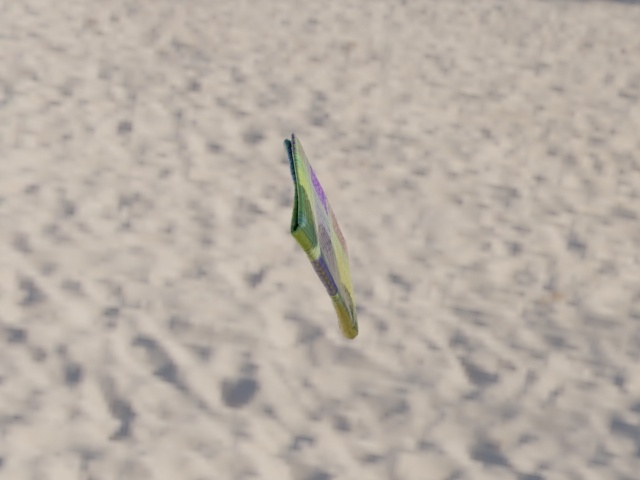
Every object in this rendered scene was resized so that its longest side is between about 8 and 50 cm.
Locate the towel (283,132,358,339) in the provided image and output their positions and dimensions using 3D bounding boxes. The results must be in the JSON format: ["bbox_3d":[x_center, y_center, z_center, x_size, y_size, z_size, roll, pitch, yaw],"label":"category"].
[{"bbox_3d":[0.000,0.000,0.750,0.009,0.083,0.060,-15,50,10],"label":"towel"}]
